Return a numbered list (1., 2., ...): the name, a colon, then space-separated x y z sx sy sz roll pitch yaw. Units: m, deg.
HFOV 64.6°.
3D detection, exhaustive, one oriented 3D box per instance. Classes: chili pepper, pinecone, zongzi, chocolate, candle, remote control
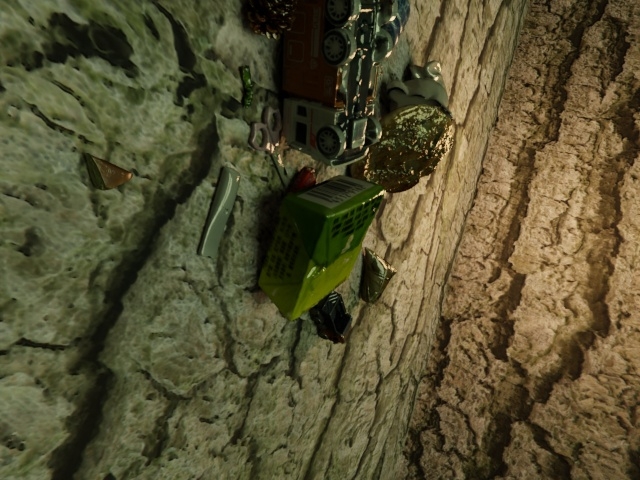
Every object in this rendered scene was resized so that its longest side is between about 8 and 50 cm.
1. chili pepper: -0.144 -0.301 0.997 0.027 0.022 0.084 -97 -175 -64
2. pinecone: -0.092 -0.439 0.944 0.102 0.102 0.109 -56 177 -34
3. zongzi: 0.160 0.134 1.754 0.178 0.081 0.189 37 83 -38
4. chocolate: 0.000 0.000 1.223 0.300 0.137 0.289 -28 144 -54
5. candle: -0.047 -0.128 1.229 0.131 0.051 0.052 -62 150 -26
6. remote control: -0.197 -0.054 1.006 0.050 0.027 0.184 21 85 -62

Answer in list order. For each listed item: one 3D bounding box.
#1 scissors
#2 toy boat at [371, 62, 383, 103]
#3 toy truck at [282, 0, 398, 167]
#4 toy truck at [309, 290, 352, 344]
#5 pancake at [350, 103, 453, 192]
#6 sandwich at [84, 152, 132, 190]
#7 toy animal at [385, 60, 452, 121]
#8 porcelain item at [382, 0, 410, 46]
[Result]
1. scissors: -0.100 -0.194 1.130 0.110 0.021 0.212 -57 146 -29
2. toy boat: 0.108 -0.387 1.327 0.114 0.115 0.262 -48 142 -42
3. toy truck: 0.020 -0.366 1.076 0.173 0.206 0.388 -26 130 -47
4. toy truck: 0.035 0.229 1.510 0.083 0.092 0.192 -58 149 -32
5. pancake: 0.251 -0.266 1.533 0.355 0.065 0.356 -19 146 -13
6. sandwich: -0.318 -0.095 0.751 0.083 0.030 0.044 27 75 -60
7. toy animal: 0.339 -0.478 1.686 0.258 0.193 0.357 56 33 -26
8. porcelain item: 0.141 -0.558 1.275 0.114 0.147 0.147 -65 151 -19
